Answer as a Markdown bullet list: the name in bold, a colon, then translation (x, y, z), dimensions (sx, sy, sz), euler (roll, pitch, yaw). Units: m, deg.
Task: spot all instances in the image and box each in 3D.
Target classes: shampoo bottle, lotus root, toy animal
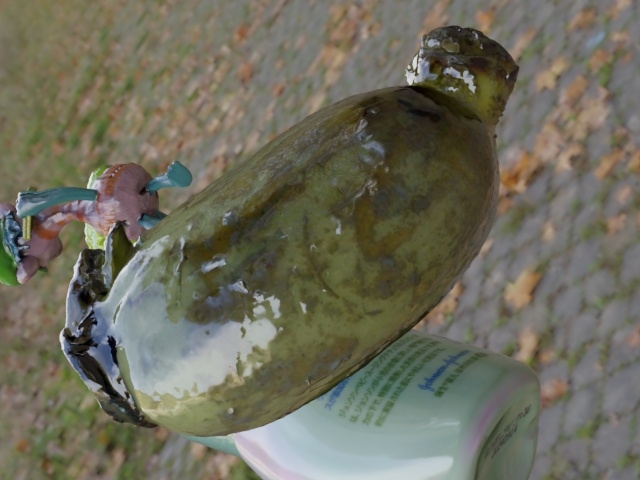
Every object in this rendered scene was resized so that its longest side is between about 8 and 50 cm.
- **shampoo bottle**: translation (0.006, 0.144, 1.193), dimensions (0.222, 0.349, 0.151), euler (-36, -47, -49)
- **lotus root**: translation (0.000, 0.000, 0.785), dimensions (0.309, 0.173, 0.173), euler (-38, 18, 0)
- **toy animal**: translation (-0.204, -0.020, 1.173), dimensions (0.208, 0.103, 0.100), euler (-8, 68, 17)

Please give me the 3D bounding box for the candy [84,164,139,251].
- **candy**: translation (-0.258, -0.008, 1.714), dimensions (0.097, 0.096, 0.209), euler (-80, -10, -52)
